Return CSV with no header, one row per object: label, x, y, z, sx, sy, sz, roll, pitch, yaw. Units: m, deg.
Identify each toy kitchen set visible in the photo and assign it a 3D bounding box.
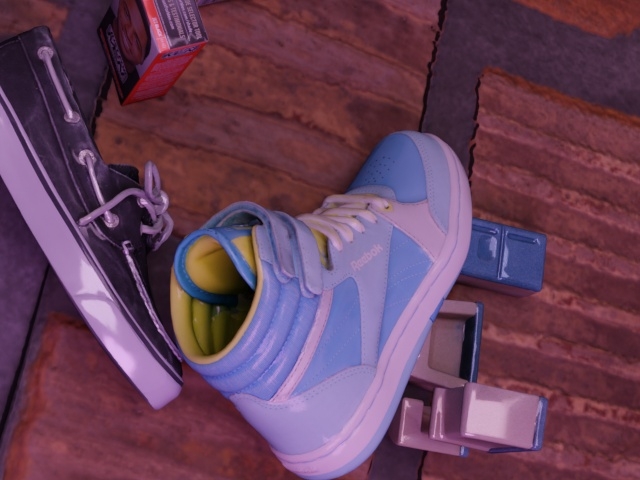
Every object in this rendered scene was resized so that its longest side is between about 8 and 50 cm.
toy kitchen set,0.148,0.073,1.045,0.122,0.166,0.207,12,75,-18

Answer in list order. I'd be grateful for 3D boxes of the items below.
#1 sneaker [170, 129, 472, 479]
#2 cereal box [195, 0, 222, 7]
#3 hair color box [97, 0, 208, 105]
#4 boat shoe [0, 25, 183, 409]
sneaker,0.000,0.000,0.981,0.208,0.127,0.319,44,53,-34
cereal box,-0.082,-0.335,1.108,0.173,0.047,0.240,-20,86,-23
hair color box,-0.135,-0.162,1.001,0.043,0.141,0.072,-17,85,-23
boat shoe,-0.169,-0.022,0.976,0.105,0.113,0.306,-29,81,-9
